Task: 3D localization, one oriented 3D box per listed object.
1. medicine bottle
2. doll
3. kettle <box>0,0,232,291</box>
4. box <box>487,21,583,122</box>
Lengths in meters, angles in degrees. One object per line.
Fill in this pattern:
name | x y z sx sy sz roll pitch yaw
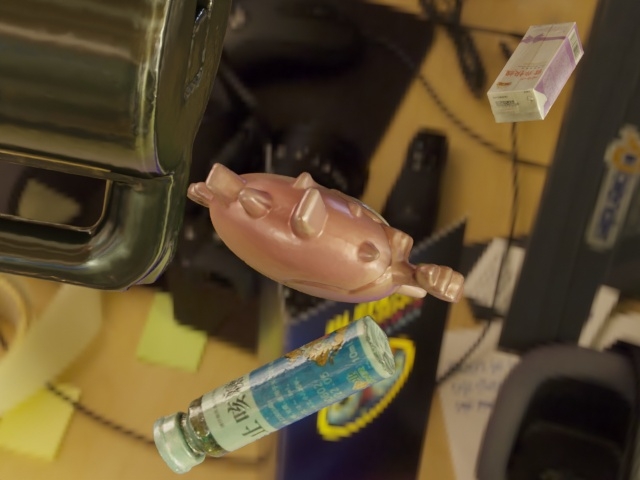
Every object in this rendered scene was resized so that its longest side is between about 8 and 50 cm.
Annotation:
medicine bottle | -0.035 0.118 1.361 0.191 0.051 0.051 -28 50 16
doll | 0.000 0.000 1.526 0.262 0.211 0.093 18 81 30
kettle | -0.219 -0.119 0.998 0.308 0.203 0.262 13 90 6
box | 0.196 -0.153 1.637 0.051 0.036 0.117 0 38 34
